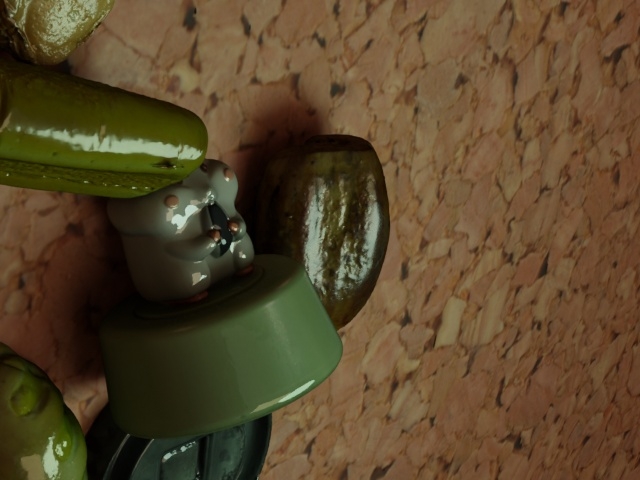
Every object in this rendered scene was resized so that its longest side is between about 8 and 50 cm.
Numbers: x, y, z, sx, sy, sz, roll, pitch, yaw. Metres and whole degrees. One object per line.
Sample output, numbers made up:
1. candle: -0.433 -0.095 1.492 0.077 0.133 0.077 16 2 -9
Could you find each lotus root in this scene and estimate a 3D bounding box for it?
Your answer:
1. lotus root: -0.005 -0.004 1.932 0.193 0.193 0.290 -16 122 -45

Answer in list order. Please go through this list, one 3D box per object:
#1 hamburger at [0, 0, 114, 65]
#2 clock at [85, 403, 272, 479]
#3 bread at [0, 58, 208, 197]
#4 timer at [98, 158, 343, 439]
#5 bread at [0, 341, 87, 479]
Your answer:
1. hamburger: -0.281 -0.256 1.483 0.147 0.083 0.138 -51 147 -12
2. clock: -0.199 0.301 1.969 0.319 0.066 0.318 -31 135 -37
3. bread: -0.290 -0.120 1.489 0.384 0.166 0.112 6 72 -44
4. timer: -0.150 0.035 1.729 0.291 0.291 0.315 -28 109 -38
5. bread: -0.335 0.245 1.684 0.158 0.156 0.260 -36 138 -29
